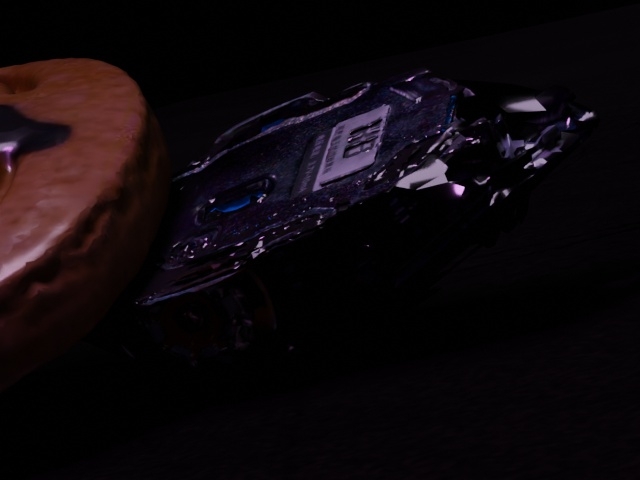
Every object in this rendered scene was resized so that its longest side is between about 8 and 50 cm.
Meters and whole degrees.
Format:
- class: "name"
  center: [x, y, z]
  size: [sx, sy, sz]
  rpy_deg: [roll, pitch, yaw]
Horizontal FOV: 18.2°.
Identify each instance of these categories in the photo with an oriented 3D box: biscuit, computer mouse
- class: "biscuit"
  center: [-0.237, 0.028, 0.797]
  size: [0.367, 0.063, 0.314]
  rpy_deg: [-17, 24, 15]
- class: "computer mouse"
  center: [0.000, 0.000, 0.784]
  size: [0.242, 0.077, 0.146]
  rpy_deg: [-20, 26, 24]
